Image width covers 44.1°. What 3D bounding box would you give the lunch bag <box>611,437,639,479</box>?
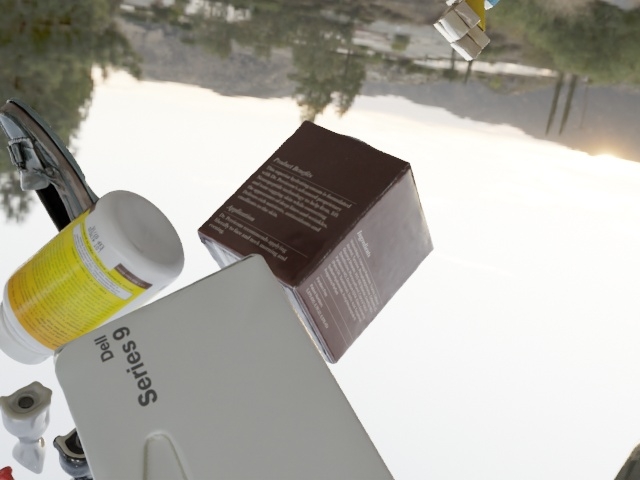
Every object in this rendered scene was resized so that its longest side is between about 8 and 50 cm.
[{"bbox_3d":[0.282,0.211,0.382,0.305,0.212,0.256,-4,-149,37],"label":"lunch bag"}]

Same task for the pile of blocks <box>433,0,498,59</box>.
[{"bbox_3d":[0.242,-0.467,1.217,0.149,0.362,0.112,-9,-169,-2],"label":"pile of blocks"}]

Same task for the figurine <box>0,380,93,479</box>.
[{"bbox_3d":[-0.482,0.381,1.426,0.215,0.209,0.092,28,-138,15],"label":"figurine"}]

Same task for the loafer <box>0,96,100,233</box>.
[{"bbox_3d":[-0.386,-0.076,1.144,0.084,0.267,0.096,-45,-152,-27],"label":"loafer"}]

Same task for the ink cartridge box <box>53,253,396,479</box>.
[{"bbox_3d":[-0.022,0.179,0.456,0.121,0.289,0.211,-26,-122,-12],"label":"ink cartridge box"}]

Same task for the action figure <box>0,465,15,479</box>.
[{"bbox_3d":[-0.431,0.438,1.104,0.139,0.091,0.280,-44,-148,-22],"label":"action figure"}]

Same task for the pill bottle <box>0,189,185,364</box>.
[{"bbox_3d":[-0.259,0.047,0.858,0.117,0.215,0.117,45,-158,-24],"label":"pill bottle"}]

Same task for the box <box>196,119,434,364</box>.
[{"bbox_3d":[0.000,0.000,0.944,0.168,0.167,0.203,29,-114,36],"label":"box"}]
